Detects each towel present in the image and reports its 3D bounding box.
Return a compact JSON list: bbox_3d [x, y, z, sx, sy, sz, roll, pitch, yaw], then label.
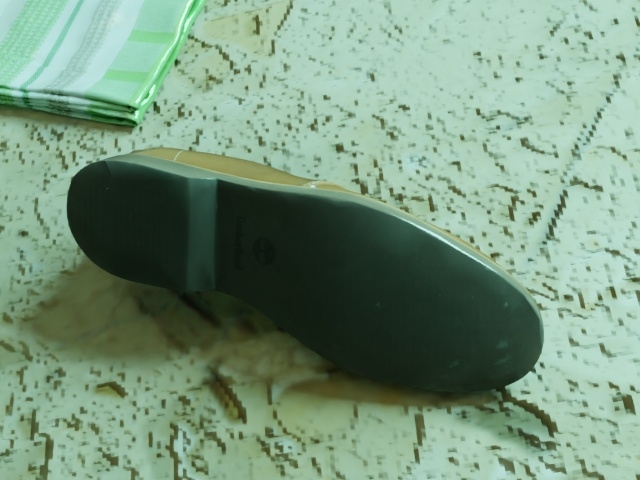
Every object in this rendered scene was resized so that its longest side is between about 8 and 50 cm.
[{"bbox_3d":[-0.146,-0.122,0.641,0.152,0.023,0.113,11,62,22],"label":"towel"}]

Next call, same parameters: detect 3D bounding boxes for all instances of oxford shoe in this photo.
[{"bbox_3d":[0.000,0.000,0.496,0.212,0.076,0.076,21,26,16],"label":"oxford shoe"}]
